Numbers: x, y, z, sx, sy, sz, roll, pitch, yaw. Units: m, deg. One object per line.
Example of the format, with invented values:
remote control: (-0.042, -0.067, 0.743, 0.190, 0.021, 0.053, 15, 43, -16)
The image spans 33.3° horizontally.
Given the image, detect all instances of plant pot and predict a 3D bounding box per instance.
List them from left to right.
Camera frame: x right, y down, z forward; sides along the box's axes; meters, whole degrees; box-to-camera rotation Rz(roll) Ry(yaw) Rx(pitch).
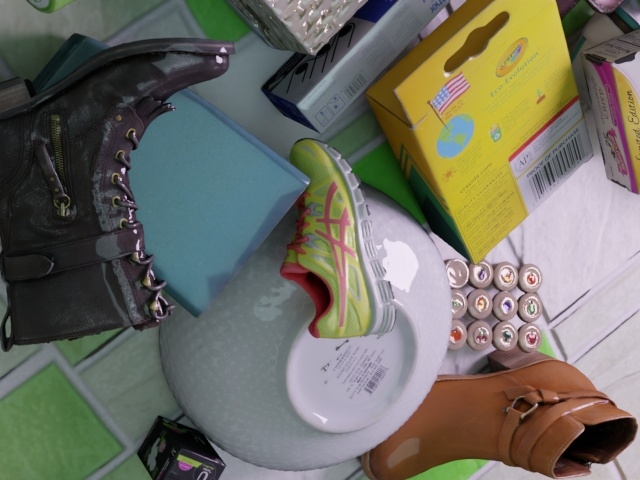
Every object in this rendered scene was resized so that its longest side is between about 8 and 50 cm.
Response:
plant pot: (-0.167, -0.077, 1.003, 0.234, 0.166, 0.165, 40, 88, -23)

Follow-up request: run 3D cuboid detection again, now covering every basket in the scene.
basket: (-0.008, -0.275, 1.042, 0.167, 0.103, 0.113, -48, 122, -5)

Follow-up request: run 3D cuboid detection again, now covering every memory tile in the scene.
memory tile: (0.209, 0.079, 1.299, 0.148, 0.012, 0.113, 4, 84, -24)

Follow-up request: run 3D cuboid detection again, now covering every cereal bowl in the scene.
cereal bowl: (0.005, 0.105, 1.160, 0.339, 0.141, 0.339, -8, 109, -24)

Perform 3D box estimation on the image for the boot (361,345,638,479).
boot: (0.208, 0.237, 1.257, 0.283, 0.220, 0.109, -23, 115, -18)

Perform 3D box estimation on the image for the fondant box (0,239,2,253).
fondant box: (-0.405, -0.089, 0.917, 0.238, 0.096, 0.330, -31, 117, -14)

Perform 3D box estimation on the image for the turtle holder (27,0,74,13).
turtle holder: (-0.100, -0.320, 0.862, 0.320, 0.243, 0.227, -32, 93, -45)

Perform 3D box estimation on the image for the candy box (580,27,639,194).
candy box: (0.416, -0.170, 1.173, 0.233, 0.071, 0.159, -24, 114, -8)

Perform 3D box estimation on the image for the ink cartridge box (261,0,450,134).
ink cartridge box: (0.039, -0.205, 1.094, 0.207, 0.097, 0.046, -46, 120, -5)

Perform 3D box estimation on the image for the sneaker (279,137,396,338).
sneaker: (0.000, 0.000, 1.035, 0.094, 0.081, 0.208, -15, 78, -17)

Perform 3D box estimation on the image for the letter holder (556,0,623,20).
letter holder: (0.260, -0.374, 1.115, 0.214, 0.152, 0.302, -45, 121, -4)

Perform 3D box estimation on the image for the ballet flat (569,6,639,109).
ballet flat: (0.442, -0.137, 1.313, 0.400, 0.139, 0.139, 29, 93, -27)

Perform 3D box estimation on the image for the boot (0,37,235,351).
boot: (-0.169, -0.038, 0.890, 0.263, 0.091, 0.229, -17, 99, 2)

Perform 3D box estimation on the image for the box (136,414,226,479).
box: (-0.151, 0.237, 1.160, 0.062, 0.083, 0.052, 28, 94, -30)

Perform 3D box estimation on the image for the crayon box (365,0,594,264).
crayon box: (0.173, -0.138, 1.131, 0.202, 0.081, 0.318, -42, 142, -8)
